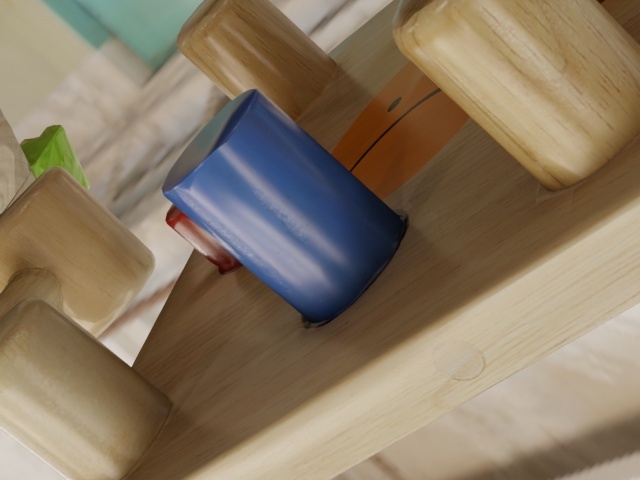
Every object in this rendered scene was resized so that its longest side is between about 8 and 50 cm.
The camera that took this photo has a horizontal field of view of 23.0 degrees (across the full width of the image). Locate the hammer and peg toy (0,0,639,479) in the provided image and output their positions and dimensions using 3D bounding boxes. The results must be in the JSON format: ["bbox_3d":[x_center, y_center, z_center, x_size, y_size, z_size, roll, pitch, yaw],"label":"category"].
[{"bbox_3d":[0.000,0.000,0.493,0.361,0.127,0.266,-36,-160,37],"label":"hammer and peg toy"}]

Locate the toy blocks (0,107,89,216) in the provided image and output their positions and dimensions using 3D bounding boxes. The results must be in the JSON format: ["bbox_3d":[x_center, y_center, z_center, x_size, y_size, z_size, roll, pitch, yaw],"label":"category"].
[{"bbox_3d":[-0.323,0.058,0.866,0.261,0.190,0.381,-6,-144,22],"label":"toy blocks"}]
